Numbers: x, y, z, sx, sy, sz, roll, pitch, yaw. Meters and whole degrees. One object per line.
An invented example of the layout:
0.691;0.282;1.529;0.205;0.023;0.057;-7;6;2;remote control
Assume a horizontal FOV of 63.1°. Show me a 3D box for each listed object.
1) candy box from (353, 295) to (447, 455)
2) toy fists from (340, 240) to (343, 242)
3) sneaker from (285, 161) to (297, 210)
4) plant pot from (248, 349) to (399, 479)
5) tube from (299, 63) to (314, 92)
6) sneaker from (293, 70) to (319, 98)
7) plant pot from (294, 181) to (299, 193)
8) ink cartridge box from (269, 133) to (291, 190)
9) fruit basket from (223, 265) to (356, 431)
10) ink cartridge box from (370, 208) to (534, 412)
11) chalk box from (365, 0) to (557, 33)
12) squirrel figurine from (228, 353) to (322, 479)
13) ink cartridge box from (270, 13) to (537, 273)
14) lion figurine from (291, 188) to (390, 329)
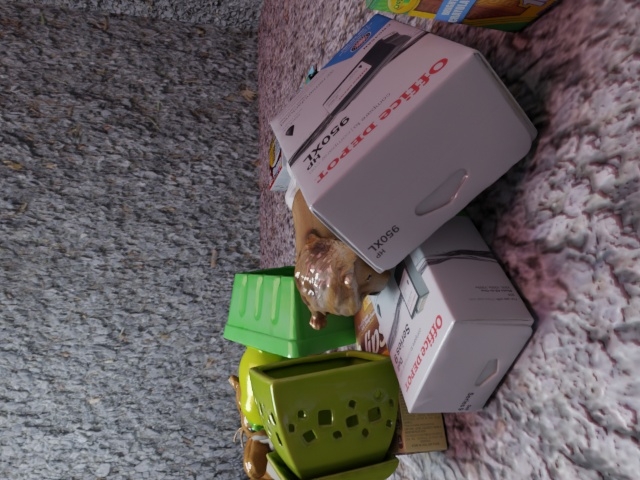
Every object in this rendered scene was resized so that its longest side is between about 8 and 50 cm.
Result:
0.143;0.248;1.015;0.183;0.088;0.316;122;146;-61;candy box
0.060;0.048;1.354;0.279;0.096;0.142;-113;15;-55;toy fists
-0.039;-0.184;1.477;0.129;0.111;0.297;115;152;-45;sneaker
0.007;0.321;0.936;0.227;0.229;0.206;158;106;-72;plant pot
-0.053;-0.554;1.950;0.207;0.052;0.080;122;140;-53;tube
-0.008;-0.470;1.654;0.302;0.108;0.120;-148;61;-64;sneaker
0.009;-0.127;1.296;0.109;0.109;0.096;110;143;-51;plant pot
-0.111;-0.354;1.983;0.309;0.130;0.271;141;130;-72;ink cartridge box
-0.069;0.251;1.246;0.392;0.283;0.391;13;106;53;fruit basket
0.179;0.089;0.817;0.289;0.122;0.211;-105;22;-50;ink cartridge box
0.156;-0.382;0.609;0.180;0.289;0.179;163;107;-75;chalk box
-0.107;0.478;1.472;0.370;0.281;0.396;65;-152;-28;squirrel figurine
0.095;-0.178;0.828;0.285;0.166;0.394;-43;30;11;ink cartridge box
0.000;0.000;0.957;0.240;0.142;0.392;78;171;-47;lion figurine
